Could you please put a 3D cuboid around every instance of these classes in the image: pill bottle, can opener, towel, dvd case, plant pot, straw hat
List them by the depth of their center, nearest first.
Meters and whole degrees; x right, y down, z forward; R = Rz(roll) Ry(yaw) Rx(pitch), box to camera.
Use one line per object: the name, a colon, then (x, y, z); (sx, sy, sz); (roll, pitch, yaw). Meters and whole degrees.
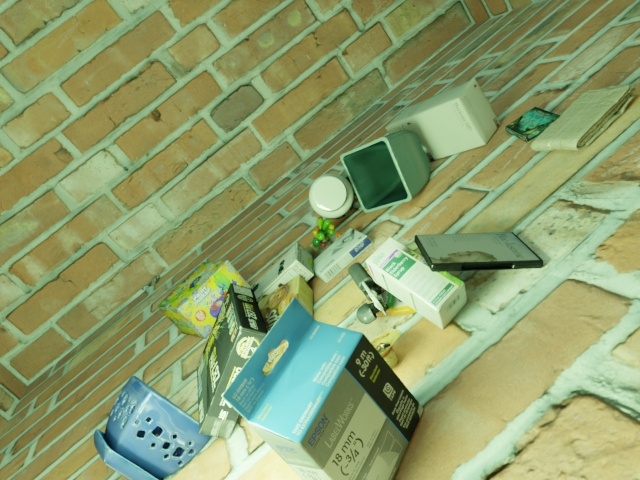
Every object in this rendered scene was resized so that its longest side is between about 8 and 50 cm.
straw hat: (0.146, 0.269, 1.189); (0.144, 0.061, 0.144); (-33, 3, 2)
dvd case: (0.365, 0.024, 1.211); (0.253, 0.022, 0.180); (-2, 22, -2)
can opener: (0.113, 0.143, 1.411); (0.095, 0.076, 0.283); (-37, 16, 1)
plant pot: (-0.482, 0.544, 1.432); (0.236, 0.236, 0.212); (-5, 44, 57)
towel: (0.778, -0.357, 1.517); (0.282, 0.049, 0.187); (-42, 18, -9)
plant pot: (0.279, -0.285, 1.964); (0.252, 0.247, 0.247); (-32, 12, -39)
pill bottle: (0.047, -0.175, 2.046); (0.176, 0.176, 0.318); (-36, -2, 5)

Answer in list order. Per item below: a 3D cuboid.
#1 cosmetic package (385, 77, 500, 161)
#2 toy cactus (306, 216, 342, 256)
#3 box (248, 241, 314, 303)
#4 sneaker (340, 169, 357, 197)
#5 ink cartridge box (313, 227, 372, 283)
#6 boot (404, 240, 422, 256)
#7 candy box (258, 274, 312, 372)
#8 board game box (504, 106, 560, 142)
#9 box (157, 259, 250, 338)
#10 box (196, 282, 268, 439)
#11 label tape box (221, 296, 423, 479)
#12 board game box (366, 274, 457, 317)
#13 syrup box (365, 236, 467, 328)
cosmetic package: (0.475, -0.452, 2.015); (0.156, 0.217, 0.385); (-48, 20, -28)
toy cactus: (0.000, 0.000, 2.017); (0.181, 0.112, 0.219); (-59, 12, 11)
box: (-0.155, 0.156, 1.863); (0.290, 0.087, 0.169); (-44, 17, 13)
sneaker: (0.112, -0.227, 2.351); (0.122, 0.110, 0.283); (-49, 11, 26)
ink cartridge box: (0.058, 0.045, 1.872); (0.223, 0.045, 0.224); (-41, 19, -8)
boot: (0.238, 0.056, 1.429); (0.165, 0.077, 0.213); (-23, 8, 4)
candy box: (-0.119, 0.256, 1.638); (0.183, 0.087, 0.316); (-35, 21, 14)
board game box: (0.716, -0.394, 1.737); (0.126, 0.026, 0.186); (-34, 20, 11)
box: (-0.499, 0.246, 2.199); (0.290, 0.177, 0.279); (-47, 21, -27)
box: (-0.270, 0.335, 1.522); (0.395, 0.097, 0.318); (-135, 65, -70)
label tape box: (0.022, 0.297, 0.927); (0.106, 0.334, 0.241); (-16, 29, 47)
board game box: (0.233, 0.144, 1.363); (0.259, 0.039, 0.124); (-15, 29, 43)
syrup box: (0.227, 0.097, 1.232); (0.093, 0.096, 0.237); (-43, 50, -14)
